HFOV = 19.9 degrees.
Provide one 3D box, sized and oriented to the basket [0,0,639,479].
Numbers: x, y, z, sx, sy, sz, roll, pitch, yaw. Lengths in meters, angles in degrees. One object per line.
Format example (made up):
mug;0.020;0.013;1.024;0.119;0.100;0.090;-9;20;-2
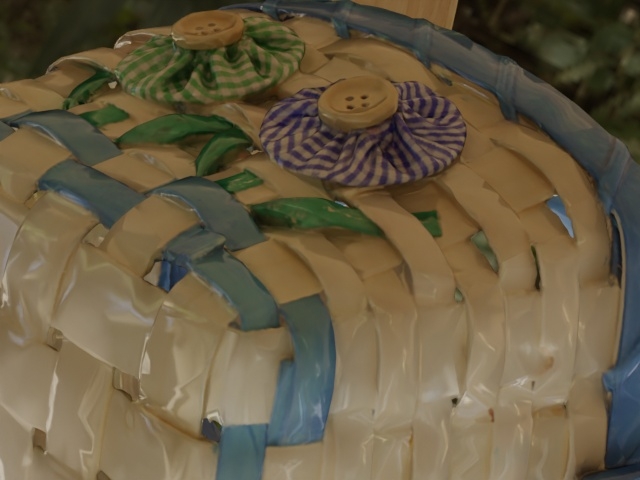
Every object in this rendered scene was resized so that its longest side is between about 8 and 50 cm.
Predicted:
basket;0.029;0.030;0.586;0.289;0.201;0.254;-4;-157;-42

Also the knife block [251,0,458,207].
knife block;0.000;0.000;1.104;0.088;0.242;0.276;14;132;-35
